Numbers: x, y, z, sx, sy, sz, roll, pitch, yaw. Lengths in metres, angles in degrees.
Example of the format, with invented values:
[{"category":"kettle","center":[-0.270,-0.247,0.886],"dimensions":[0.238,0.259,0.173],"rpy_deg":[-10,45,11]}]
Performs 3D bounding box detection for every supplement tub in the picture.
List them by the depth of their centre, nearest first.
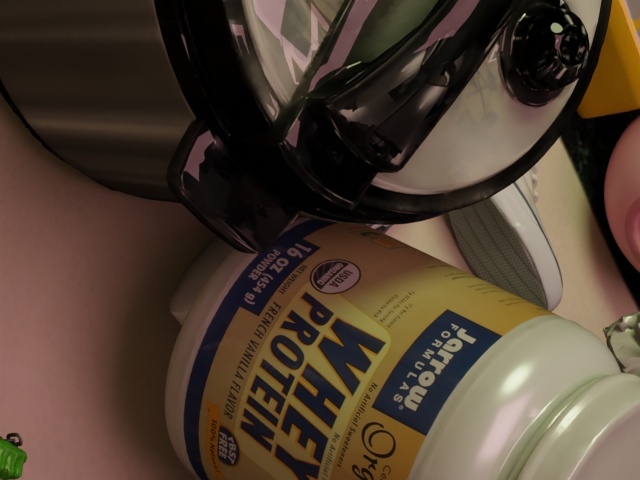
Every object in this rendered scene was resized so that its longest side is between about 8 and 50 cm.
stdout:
[{"category":"supplement tub","center":[0.071,0.132,1.260],"dimensions":[0.228,0.316,0.228],"rpy_deg":[-32,135,-39]}]

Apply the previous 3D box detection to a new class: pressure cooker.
[{"category":"pressure cooker","center":[0.000,-0.198,1.233],"dimensions":[0.375,0.420,0.370],"rpy_deg":[-11,102,-36]}]

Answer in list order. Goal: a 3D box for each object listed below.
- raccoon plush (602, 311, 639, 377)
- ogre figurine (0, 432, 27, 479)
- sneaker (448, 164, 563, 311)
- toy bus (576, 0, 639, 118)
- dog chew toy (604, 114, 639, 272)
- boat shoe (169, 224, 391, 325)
[{"category":"raccoon plush","center":[0.430,0.157,1.556],"dimensions":[0.446,0.299,0.216],"rpy_deg":[50,22,-71]},{"category":"ogre figurine","center":[-0.305,0.120,1.167],"dimensions":[0.197,0.118,0.097],"rpy_deg":[0,80,-40]},{"category":"sneaker","center":[0.158,-0.057,1.577],"dimensions":[0.091,0.094,0.258],"rpy_deg":[-36,106,-31]},{"category":"toy bus","center":[0.253,-0.294,1.675],"dimensions":[0.130,0.108,0.333],"rpy_deg":[-31,105,-35]},{"category":"dog chew toy","center":[0.412,-0.086,1.729],"dimensions":[0.332,0.206,0.207],"rpy_deg":[-45,113,-42]},{"category":"boat shoe","center":[0.000,0.000,1.443],"dimensions":[0.301,0.108,0.102],"rpy_deg":[-46,111,-41]}]
